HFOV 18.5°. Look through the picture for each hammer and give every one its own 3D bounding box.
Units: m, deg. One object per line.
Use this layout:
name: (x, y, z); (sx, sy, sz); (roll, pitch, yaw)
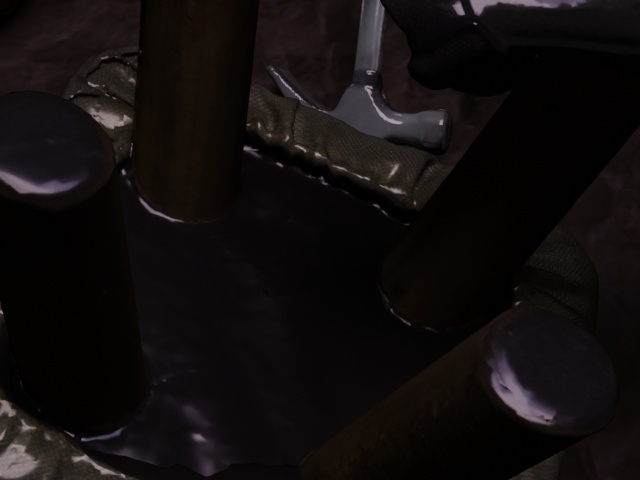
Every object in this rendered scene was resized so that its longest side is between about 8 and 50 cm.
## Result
hammer: (0.029, -0.173, 1.063); (0.103, 0.029, 0.246); (6, 96, 14)

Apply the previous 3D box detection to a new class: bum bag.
bum bag: (0.145, -0.098, 0.824); (0.326, 0.080, 0.142); (9, 43, -10)

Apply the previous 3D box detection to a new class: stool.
stool: (0.000, 0.000, 0.887); (0.310, 0.226, 0.310); (24, 50, -2)

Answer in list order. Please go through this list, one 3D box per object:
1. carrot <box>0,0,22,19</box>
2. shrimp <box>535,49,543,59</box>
carrot: (-0.233, -0.189, 1.096); (0.173, 0.082, 0.082); (31, 54, 9)
shrimp: (0.103, -0.199, 1.124); (0.410, 0.166, 0.221); (29, 86, 28)
